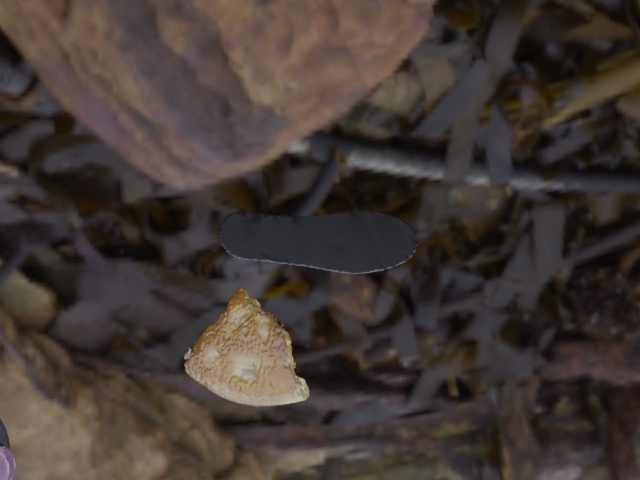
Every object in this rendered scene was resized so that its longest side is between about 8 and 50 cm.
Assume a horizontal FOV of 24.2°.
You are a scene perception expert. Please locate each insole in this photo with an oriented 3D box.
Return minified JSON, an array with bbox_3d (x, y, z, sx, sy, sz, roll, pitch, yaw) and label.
[{"bbox_3d":[0.000,0.000,1.660,0.232,0.080,0.003,1,156,-18],"label":"insole"}]

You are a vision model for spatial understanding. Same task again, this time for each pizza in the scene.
[{"bbox_3d":[-0.099,0.142,1.997,0.182,0.161,0.062,-5,176,29],"label":"pizza"}]

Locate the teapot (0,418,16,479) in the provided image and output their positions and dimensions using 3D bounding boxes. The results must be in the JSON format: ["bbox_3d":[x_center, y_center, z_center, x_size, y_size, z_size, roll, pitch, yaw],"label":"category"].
[{"bbox_3d":[-0.473,0.278,2.062,0.116,0.146,0.148,19,99,-39],"label":"teapot"}]
